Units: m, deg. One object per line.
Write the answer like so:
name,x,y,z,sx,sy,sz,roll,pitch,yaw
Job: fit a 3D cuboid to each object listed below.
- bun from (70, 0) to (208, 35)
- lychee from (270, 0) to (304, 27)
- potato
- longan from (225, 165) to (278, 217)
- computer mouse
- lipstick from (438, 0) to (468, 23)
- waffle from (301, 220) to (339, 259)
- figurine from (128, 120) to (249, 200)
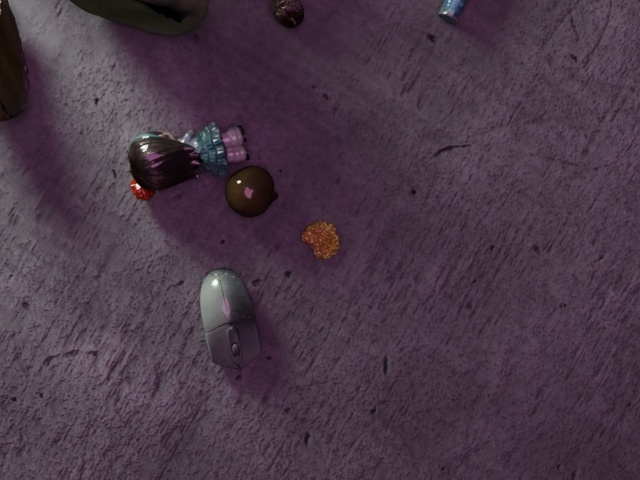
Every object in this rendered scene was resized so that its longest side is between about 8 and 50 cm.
bun,-0.343,-0.510,1.530,0.293,0.293,0.187,16,87,-10
lychee,-0.067,-0.469,1.680,0.068,0.067,0.083,-16,73,-34
potato,-0.630,-0.334,1.578,0.098,0.138,0.243,-6,72,3
longan,-0.140,-0.101,1.693,0.113,0.092,0.113,5,78,-24
computer mouse,-0.191,0.172,1.721,0.113,0.068,0.229,-13,97,-6
lipstick,0.304,-0.540,1.741,0.048,0.048,0.158,26,91,-10
waffle,0.002,0.000,1.762,0.078,0.016,0.085,-28,100,-5
figurine,-0.267,-0.164,1.662,0.245,0.110,0.138,-13,115,-14
